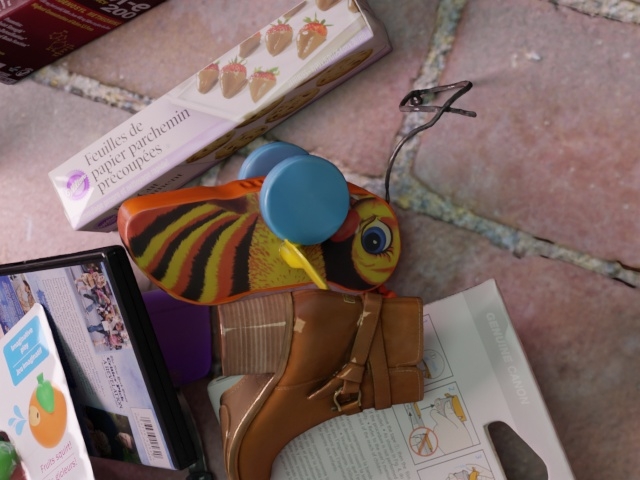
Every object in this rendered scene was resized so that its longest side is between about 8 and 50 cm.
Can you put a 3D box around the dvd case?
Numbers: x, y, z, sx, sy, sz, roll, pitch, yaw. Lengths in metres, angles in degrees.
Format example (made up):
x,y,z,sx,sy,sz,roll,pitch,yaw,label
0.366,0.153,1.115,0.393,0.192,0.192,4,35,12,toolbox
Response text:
x,y,z,sx,sy,sz,roll,pitch,yaw,label
-0.202,0.099,0.943,0.253,0.022,0.180,-7,103,53,dvd case

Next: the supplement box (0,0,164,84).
x,y,z,sx,sy,sz,roll,pitch,yaw,label
-0.235,-0.230,1.008,0.239,0.130,0.073,-24,80,18,supplement box

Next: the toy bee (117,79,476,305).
x,y,z,sx,sy,sz,roll,pitch,yaw,label
0.000,0.000,0.898,0.298,0.195,0.162,-15,107,8,toy bee

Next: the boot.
x,y,z,sx,sy,sz,roll,pitch,yaw,label
0.001,0.121,0.842,0.152,0.073,0.197,-3,129,-9,boot

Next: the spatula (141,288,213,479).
x,y,z,sx,sy,sz,roll,pitch,yaw,label
-0.115,0.185,0.996,0.084,0.030,0.296,-14,82,16,spatula

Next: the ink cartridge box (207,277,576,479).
x,y,z,sx,sy,sz,roll,pitch,yaw,label
0.079,0.207,0.892,0.261,0.066,0.296,-22,86,18,ink cartridge box

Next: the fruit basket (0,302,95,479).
x,y,z,sx,sy,sz,roll,pitch,yaw,label
-0.278,0.284,0.955,0.327,0.165,0.353,-40,67,36,fruit basket

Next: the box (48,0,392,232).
x,y,z,sx,sy,sz,roll,pitch,yaw,label
-0.090,-0.113,0.985,0.324,0.067,0.063,-31,77,15,box
